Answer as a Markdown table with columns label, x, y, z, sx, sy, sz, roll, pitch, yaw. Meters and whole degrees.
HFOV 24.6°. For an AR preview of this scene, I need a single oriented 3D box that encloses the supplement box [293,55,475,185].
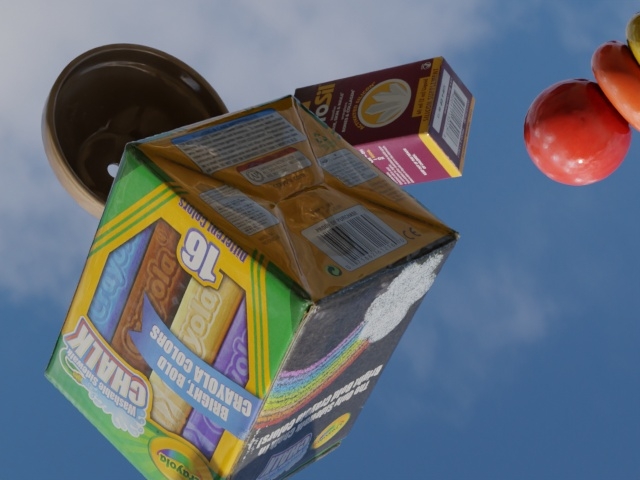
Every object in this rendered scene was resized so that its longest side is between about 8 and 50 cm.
| label | x | y | z | sx | sy | sz | roll | pitch | yaw |
| --- | --- | --- | --- | --- | --- | --- | --- | --- | --- |
| supplement box | 0.058 | -0.117 | 1.557 | 0.188 | 0.081 | 0.104 | -9 | -127 | 32 |

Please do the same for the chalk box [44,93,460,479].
| label | x | y | z | sx | sy | sz | roll | pitch | yaw |
| --- | --- | --- | --- | --- | --- | --- | --- | --- | --- |
| chalk box | -0.065 | 0.071 | 1.072 | 0.179 | 0.289 | 0.180 | 41 | -144 | 20 |

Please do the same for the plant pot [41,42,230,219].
| label | x | y | z | sx | sy | sz | roll | pitch | yaw |
| --- | --- | --- | --- | --- | --- | --- | --- | --- | --- |
| plant pot | -0.223 | -0.104 | 1.722 | 0.237 | 0.110 | 0.237 | 13 | -118 | -26 |

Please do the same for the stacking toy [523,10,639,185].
| label | x | y | z | sx | sy | sz | roll | pitch | yaw |
| --- | --- | --- | --- | --- | --- | --- | --- | --- | --- |
| stacking toy | 0.303 | -0.158 | 1.174 | 0.330 | 0.141 | 0.141 | -40 | -125 | 20 |
